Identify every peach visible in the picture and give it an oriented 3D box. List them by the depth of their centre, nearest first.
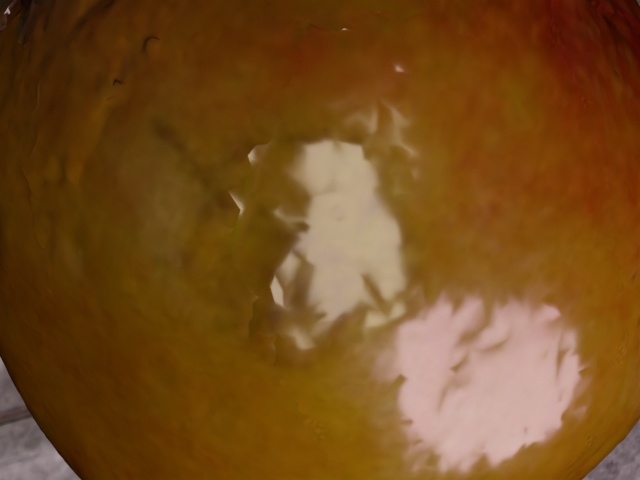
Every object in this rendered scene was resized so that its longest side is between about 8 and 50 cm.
[{"bbox_3d":[-0.001,-0.001,0.570,0.373,0.290,0.372,-9,120,-16],"label":"peach"}]
